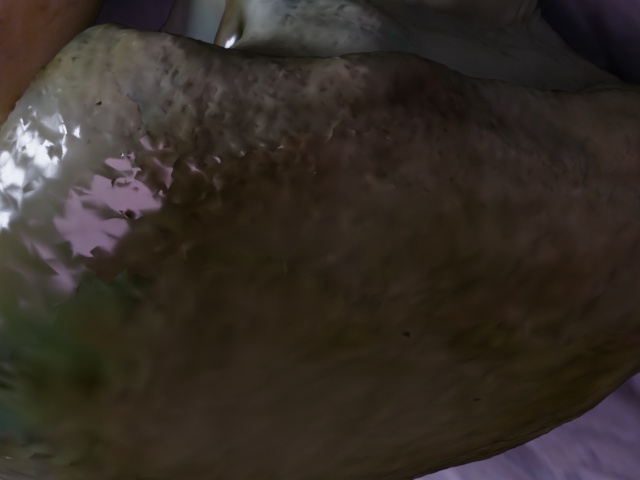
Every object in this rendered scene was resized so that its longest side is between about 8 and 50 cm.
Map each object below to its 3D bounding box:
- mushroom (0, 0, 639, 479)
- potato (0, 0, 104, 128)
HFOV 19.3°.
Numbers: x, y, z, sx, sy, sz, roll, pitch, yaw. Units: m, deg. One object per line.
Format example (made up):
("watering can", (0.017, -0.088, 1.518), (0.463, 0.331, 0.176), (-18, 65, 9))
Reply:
("mushroom", (0.004, 0.009, 0.606), (0.217, 0.212, 0.292), (35, 122, 0))
("potato", (-0.126, -0.096, 0.631), (0.109, 0.118, 0.178), (27, 124, -14))
